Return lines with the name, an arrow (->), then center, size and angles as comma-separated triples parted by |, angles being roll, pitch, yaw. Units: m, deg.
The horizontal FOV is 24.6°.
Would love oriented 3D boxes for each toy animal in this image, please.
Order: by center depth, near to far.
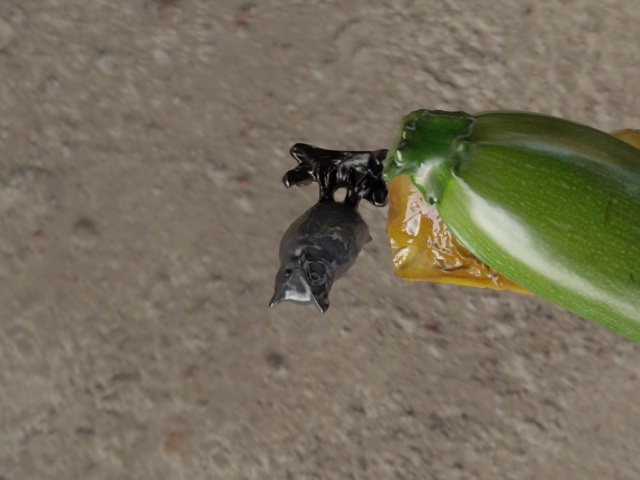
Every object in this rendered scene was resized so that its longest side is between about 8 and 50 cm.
toy animal -> -0.001, 0.004, 1.475 | 0.121, 0.210, 0.117 | 10, 144, 18

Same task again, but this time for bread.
bread -> 0.199, -0.020, 1.116 | 0.167, 0.294, 0.132 | 11, 84, -54

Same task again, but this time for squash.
squash -> 0.214, 0.016, 0.857 | 0.395, 0.107, 0.107 | 21, 96, -16
